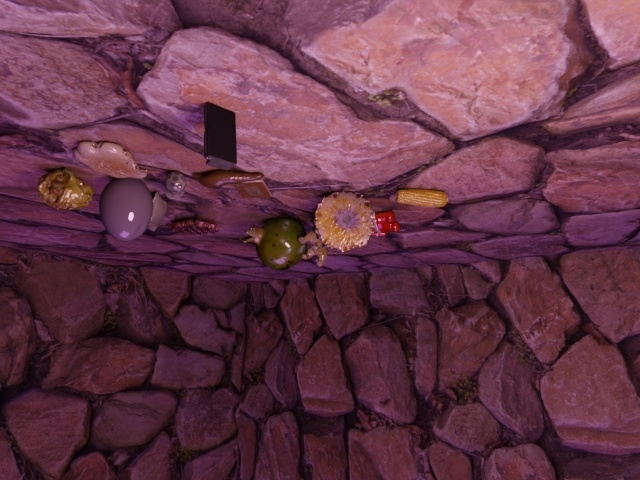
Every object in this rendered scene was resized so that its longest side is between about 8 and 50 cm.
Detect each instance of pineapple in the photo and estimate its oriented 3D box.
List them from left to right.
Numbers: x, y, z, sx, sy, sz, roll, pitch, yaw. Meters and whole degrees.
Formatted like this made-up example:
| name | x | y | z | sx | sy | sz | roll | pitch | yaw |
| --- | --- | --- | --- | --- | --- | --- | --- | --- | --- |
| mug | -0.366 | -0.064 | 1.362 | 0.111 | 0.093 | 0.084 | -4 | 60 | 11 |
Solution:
| name | x | y | z | sx | sy | sz | roll | pitch | yaw |
| --- | --- | --- | --- | --- | --- | --- | --- | --- | --- |
| pineapple | 0.098 | -0.068 | 1.795 | 0.262 | 0.263 | 0.271 | -1 | 179 | 5 |

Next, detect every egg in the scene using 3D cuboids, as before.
| name | x | y | z | sx | sy | sz | roll | pitch | yaw |
| --- | --- | --- | --- | --- | --- | --- | --- | --- | --- |
| egg | -0.686 | -0.111 | 1.544 | 0.176 | 0.232 | 0.176 | -4 | 164 | -1 |

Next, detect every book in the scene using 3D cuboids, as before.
| name | x | y | z | sx | sy | sz | roll | pitch | yaw |
| --- | --- | --- | --- | --- | --- | --- | --- | --- | --- |
| book | -0.257 | -0.194 | 1.648 | 0.118 | 0.012 | 0.172 | -1 | 167 | 5 |

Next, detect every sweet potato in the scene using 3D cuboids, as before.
| name | x | y | z | sx | sy | sz | roll | pitch | yaw |
| --- | --- | --- | --- | --- | --- | --- | --- | --- | --- |
| sweet potato | -0.318 | -0.211 | 1.484 | 0.249 | 0.060 | 0.069 | -4 | -173 | 4 |

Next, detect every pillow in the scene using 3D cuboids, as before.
| name | x | y | z | sx | sy | sz | roll | pitch | yaw |
| --- | --- | --- | --- | --- | --- | --- | --- | --- | --- |
| pillow | -0.672 | -0.118 | 1.750 | 0.077 | 0.134 | 0.181 | 14 | 165 | -5 |

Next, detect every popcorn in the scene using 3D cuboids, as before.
| name | x | y | z | sx | sy | sz | roll | pitch | yaw |
| --- | --- | --- | --- | --- | --- | --- | --- | --- | --- |
| popcorn | -0.871 | -0.165 | 1.504 | 0.173 | 0.143 | 0.173 | 6 | 166 | 1 |

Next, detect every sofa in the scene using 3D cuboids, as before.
| name | x | y | z | sx | sy | sz | roll | pitch | yaw |
| --- | --- | --- | --- | --- | --- | --- | --- | --- | --- |
| sofa | -0.258 | -0.254 | 1.078 | 0.060 | 0.147 | 0.085 | -16 | 162 | 41 |

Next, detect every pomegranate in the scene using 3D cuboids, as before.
| name | x | y | z | sx | sy | sz | roll | pitch | yaw |
| --- | --- | --- | --- | --- | --- | --- | --- | --- | --- |
| pomegranate | -0.213 | 0.010 | 2.062 | 0.340 | 0.261 | 0.260 | 11 | 164 | -27 |

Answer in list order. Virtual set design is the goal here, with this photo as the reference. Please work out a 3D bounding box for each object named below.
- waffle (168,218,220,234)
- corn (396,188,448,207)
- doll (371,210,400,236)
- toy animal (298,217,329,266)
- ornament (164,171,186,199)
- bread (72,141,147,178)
| name | x | y | z | sx | sy | sz | roll | pitch | yaw |
| --- | --- | --- | --- | --- | --- | --- | --- | --- | --- |
| waffle | -0.613 | -0.067 | 2.141 | 0.221 | 0.056 | 0.234 | 10 | 169 | -42 |
| corn | 0.383 | -0.160 | 1.645 | 0.206 | 0.068 | 0.067 | 2 | 167 | -10 |
| doll | 0.184 | -0.063 | 1.987 | 0.336 | 0.106 | 0.200 | -7 | 145 | 27 |
| toy animal | -0.007 | -0.001 | 1.990 | 0.121 | 0.233 | 0.168 | 22 | -140 | 25 |
| ornament | -0.511 | -0.195 | 1.530 | 0.074 | 0.081 | 0.156 | -31 | -179 | -20 |
| bread | -0.669 | -0.246 | 1.379 | 0.181 | 0.039 | 0.251 | 0 | 168 | -1 |
